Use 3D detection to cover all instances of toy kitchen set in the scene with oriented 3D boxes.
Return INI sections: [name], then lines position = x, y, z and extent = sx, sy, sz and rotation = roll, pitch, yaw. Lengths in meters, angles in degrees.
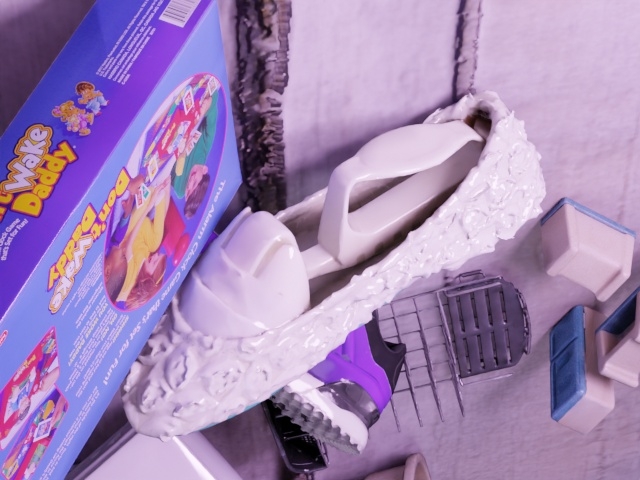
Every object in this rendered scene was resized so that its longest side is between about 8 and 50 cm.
[toy kitchen set]
position = 0.243, 0.056, 1.764
extent = 0.166, 0.122, 0.207
rotation = 25, 131, -16

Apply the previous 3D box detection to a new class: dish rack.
[dish rack]
position = 0.077, 0.126, 1.811
extent = 0.271, 0.074, 0.208
rotation = -14, 148, 1

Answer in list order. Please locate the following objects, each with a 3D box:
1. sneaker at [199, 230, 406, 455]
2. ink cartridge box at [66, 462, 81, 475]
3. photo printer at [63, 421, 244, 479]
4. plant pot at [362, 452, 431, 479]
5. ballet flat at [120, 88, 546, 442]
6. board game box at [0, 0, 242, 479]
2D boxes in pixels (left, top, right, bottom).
[sneaker]
position = -0.029, 0.049, 1.637
extent = 0.293, 0.146, 0.102
rotation = 47, 160, -29
[ink cartridge box]
position = -0.274, 0.293, 1.934
extent = 0.175, 0.072, 0.127
rotation = -2, 146, -17
[photo printer]
position = -0.148, 0.345, 1.819
extent = 0.256, 0.307, 0.107
rotation = -40, -173, 1
[plant pot]
position = -0.025, 0.412, 2.024
extent = 0.305, 0.333, 0.334
rotation = -6, 148, 9
[ballet flat]
position = 0.000, 0.000, 1.479
extent = 0.409, 0.147, 0.147
rotation = -32, 151, -16
[board game box]
position = -0.175, 0.010, 1.311
extent = 0.078, 0.347, 0.233
rotation = 21, 150, 16
